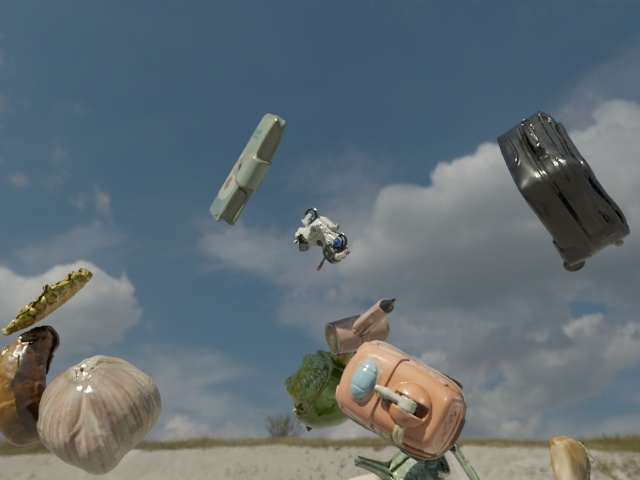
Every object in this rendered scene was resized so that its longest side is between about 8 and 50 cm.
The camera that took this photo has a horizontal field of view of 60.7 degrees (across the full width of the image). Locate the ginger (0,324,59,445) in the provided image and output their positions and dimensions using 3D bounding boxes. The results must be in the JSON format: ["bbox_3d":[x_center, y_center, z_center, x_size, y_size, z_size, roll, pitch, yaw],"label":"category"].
[{"bbox_3d":[-0.805,0.385,1.477,0.172,0.322,0.165,14,-25,-40],"label":"ginger"}]

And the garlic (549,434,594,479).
[{"bbox_3d":[0.487,0.456,1.071,0.084,0.152,0.066,20,-46,-2],"label":"garlic"}]

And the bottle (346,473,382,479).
[{"bbox_3d":[0.063,0.728,1.488,0.236,0.148,0.148,-13,-37,8],"label":"bottle"}]

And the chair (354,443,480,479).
[{"bbox_3d":[0.251,0.580,1.313,0.203,0.191,0.274,-41,-46,9],"label":"chair"}]

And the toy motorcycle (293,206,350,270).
[{"bbox_3d":[0.000,0.000,1.812,0.102,0.221,0.150,5,-59,-51],"label":"toy motorcycle"}]

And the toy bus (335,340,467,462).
[{"bbox_3d":[0.159,0.334,1.155,0.287,0.194,0.232,26,-8,26],"label":"toy bus"}]

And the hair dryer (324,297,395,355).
[{"bbox_3d":[0.155,0.234,1.592,0.189,0.107,0.344,-10,-22,-24],"label":"hair dryer"}]

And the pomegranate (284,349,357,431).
[{"bbox_3d":[0.031,0.465,1.807,0.260,0.260,0.341,33,-85,-38],"label":"pomegranate"}]

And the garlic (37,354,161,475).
[{"bbox_3d":[-0.562,0.428,1.396,0.317,0.317,0.260,-10,-78,13],"label":"garlic"}]

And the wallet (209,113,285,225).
[{"bbox_3d":[-0.212,-0.214,1.635,0.083,0.252,0.361,28,-85,-21],"label":"wallet"}]

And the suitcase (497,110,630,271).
[{"bbox_3d":[0.603,-0.143,1.403,0.188,0.345,0.339,-34,-65,27],"label":"suitcase"}]

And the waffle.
[{"bbox_3d":[-0.774,0.173,1.565,0.245,0.254,0.052,-40,-84,12],"label":"waffle"}]
